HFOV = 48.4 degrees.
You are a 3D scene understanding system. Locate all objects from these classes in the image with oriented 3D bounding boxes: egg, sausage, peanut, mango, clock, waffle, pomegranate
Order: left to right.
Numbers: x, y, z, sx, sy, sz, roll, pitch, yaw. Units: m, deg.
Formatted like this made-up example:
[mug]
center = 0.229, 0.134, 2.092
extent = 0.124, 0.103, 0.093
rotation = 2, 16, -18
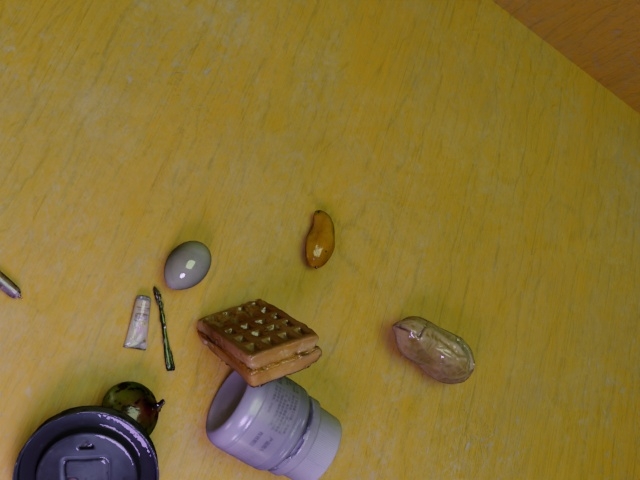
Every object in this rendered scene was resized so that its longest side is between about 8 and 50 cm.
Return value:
[sausage]
center = -0.821, 0.049, 1.714
extent = 0.269, 0.033, 0.033
rotation = 46, 60, -13
[clock]
center = -0.537, 0.542, 1.651
extent = 0.324, 0.067, 0.325
rotation = -1, 98, -9
[pomegranate]
center = -0.498, 0.429, 1.741
extent = 0.220, 0.156, 0.156
rotation = -7, 81, -27
[egg]
center = -0.361, 0.069, 1.932
extent = 0.114, 0.114, 0.152
rotation = 42, 66, -15
[waffle]
center = -0.169, 0.257, 1.875
extent = 0.224, 0.327, 0.098
rotation = -14, 112, -30
[mango]
center = 0.000, 0.000, 2.190
extent = 0.098, 0.075, 0.190
rotation = 26, 59, -29
[peanut]
center = 0.354, 0.345, 2.259
extent = 0.340, 0.158, 0.174
rotation = 32, 25, -16

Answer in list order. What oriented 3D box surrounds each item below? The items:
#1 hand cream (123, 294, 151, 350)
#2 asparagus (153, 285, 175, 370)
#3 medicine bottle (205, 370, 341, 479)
[hand cream]
center = -0.477, 0.214, 1.875
extent = 0.061, 0.039, 0.143
rotation = 13, 76, -30
[asparagus]
center = -0.421, 0.235, 1.911
extent = 0.022, 0.023, 0.233
rotation = 16, 62, -75
[medicine bottle]
center = -0.121, 0.488, 1.888
extent = 0.306, 0.245, 0.245
rotation = 36, 62, -18
